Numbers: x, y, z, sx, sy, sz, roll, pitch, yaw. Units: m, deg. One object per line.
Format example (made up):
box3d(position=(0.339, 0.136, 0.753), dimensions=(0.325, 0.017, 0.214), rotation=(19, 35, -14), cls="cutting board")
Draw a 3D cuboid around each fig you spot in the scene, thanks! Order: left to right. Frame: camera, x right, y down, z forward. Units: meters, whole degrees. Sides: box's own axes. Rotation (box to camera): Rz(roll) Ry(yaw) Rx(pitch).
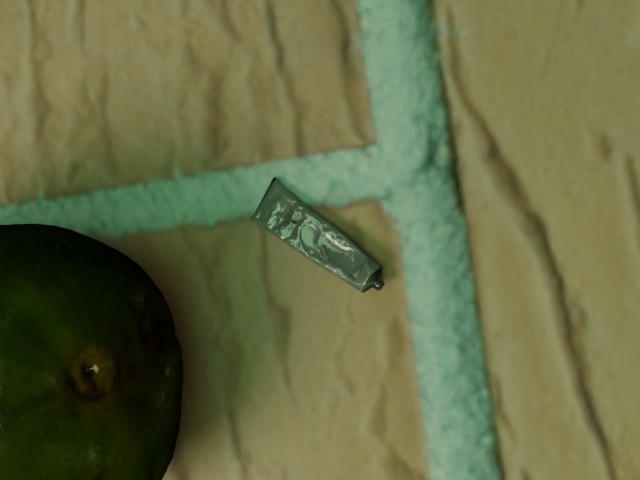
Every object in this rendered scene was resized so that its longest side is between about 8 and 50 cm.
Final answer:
box3d(position=(-0.197, 0.081, 1.146), dimensions=(0.245, 0.195, 0.195), rotation=(11, 95, 47), cls="fig")

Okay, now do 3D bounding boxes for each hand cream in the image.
box3d(position=(0.000, 0.000, 1.164), dimensions=(0.093, 0.019, 0.030), rotation=(35, 97, 11), cls="hand cream")
